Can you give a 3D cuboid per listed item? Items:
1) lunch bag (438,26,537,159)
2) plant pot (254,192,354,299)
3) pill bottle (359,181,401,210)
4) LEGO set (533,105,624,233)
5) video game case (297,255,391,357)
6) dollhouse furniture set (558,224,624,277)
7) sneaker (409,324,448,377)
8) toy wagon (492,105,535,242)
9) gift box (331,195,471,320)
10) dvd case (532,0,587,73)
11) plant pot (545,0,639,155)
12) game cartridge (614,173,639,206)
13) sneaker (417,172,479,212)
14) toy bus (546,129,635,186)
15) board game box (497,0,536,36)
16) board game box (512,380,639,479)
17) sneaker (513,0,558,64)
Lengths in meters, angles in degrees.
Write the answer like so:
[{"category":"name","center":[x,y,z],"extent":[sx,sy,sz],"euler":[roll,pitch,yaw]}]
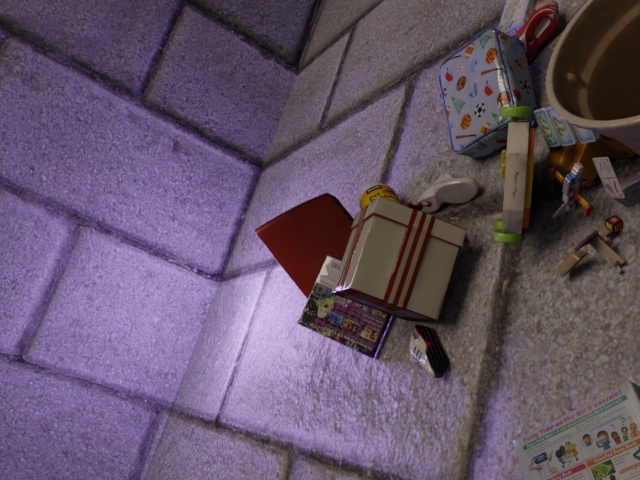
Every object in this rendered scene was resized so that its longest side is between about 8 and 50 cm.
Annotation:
[{"category":"lunch bag","center":[0.414,-0.372,1.496],"extent":[0.243,0.115,0.303],"euler":[-32,56,53]},{"category":"plant pot","center":[0.000,0.000,1.787],"extent":[0.236,0.267,0.267],"euler":[-40,-7,8]},{"category":"pill bottle","center":[0.184,-0.091,1.739],"extent":[0.117,0.117,0.215],"euler":[-53,26,21]},{"category":"LEGO set","center":[0.450,-0.123,1.044],"extent":[0.060,0.244,0.182],"euler":[-27,7,-1]},{"category":"video game case","center":[0.080,0.177,1.593],"extent":[0.232,0.042,0.210],"euler":[21,83,22]},{"category":"dollhouse furniture set","center":[0.510,0.041,1.081],"extent":[0.081,0.091,0.114],"euler":[51,147,22]},{"category":"sneaker","center":[0.243,0.269,1.346],"extent":[0.161,0.057,0.075],"euler":[-107,32,-56]},{"category":"toy wagon","center":[0.413,-0.150,1.246],"extent":[0.344,0.068,0.267],"euler":[-34,-54,-67]},{"category":"gift box","center":[0.199,0.046,1.423],"extent":[0.255,0.276,0.258],"euler":[157,132,-74]},{"category":"dvd case","center":[0.617,-0.483,1.387],"extent":[0.221,0.018,0.164],"euler":[-51,26,25]},{"category":"plant pot","center":[0.564,-0.221,0.851],"extent":[0.334,0.305,0.333],"euler":[-40,32,31]},{"category":"game cartridge","center":[0.567,-0.093,1.042],"extent":[0.083,0.056,0.017],"euler":[-39,41,41]},{"category":"sneaker","center":[0.339,-0.144,1.543],"extent":[0.212,0.080,0.094],"euler":[-18,38,60]},{"category":"toy bus","center":[0.576,-0.271,1.145],"extent":[0.332,0.108,0.130],"euler":[-64,25,-3]},{"category":"board game box","center":[0.561,-0.653,1.664],"extent":[0.103,0.026,0.154],"euler":[-11,56,61]},{"category":"board game box","center":[0.416,0.385,0.811],"extent":[0.224,0.097,0.303],"euler":[-44,31,34]},{"category":"sneaker","center":[0.547,-0.531,1.541],"extent":[0.221,0.087,0.128],"euler":[-41,11,50]}]
